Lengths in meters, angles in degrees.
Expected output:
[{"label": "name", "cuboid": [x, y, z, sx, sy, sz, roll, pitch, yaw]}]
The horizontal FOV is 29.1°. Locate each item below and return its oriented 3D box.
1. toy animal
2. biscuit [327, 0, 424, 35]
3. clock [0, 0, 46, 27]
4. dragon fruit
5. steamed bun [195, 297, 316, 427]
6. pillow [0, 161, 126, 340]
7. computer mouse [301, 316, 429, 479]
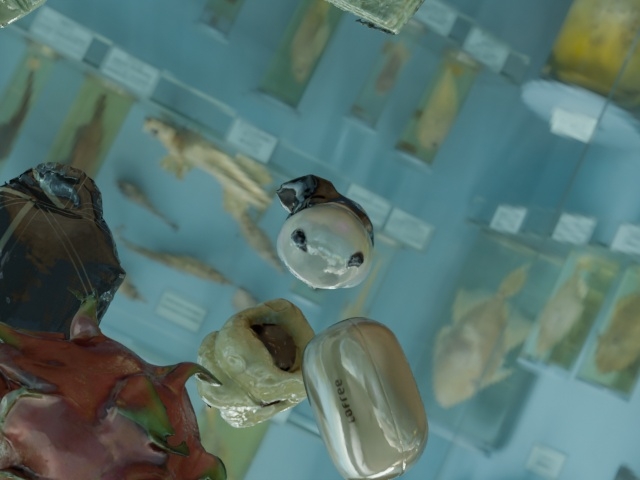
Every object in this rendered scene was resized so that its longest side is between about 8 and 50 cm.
[{"label": "toy animal", "cuboid": [0.000, 0.000, 1.830, 0.166, 0.138, 0.179, 16, -153, -3]}, {"label": "biscuit", "cuboid": [0.036, -0.345, 1.440, 0.252, 0.150, 0.052, 35, 175, 35]}, {"label": "clock", "cuboid": [-0.526, -0.447, 2.043, 0.265, 0.324, 0.108, 23, 152, 51]}, {"label": "dragon fruit", "cuboid": [-0.155, 0.101, 0.734, 0.236, 0.135, 0.137, 44, -157, -2]}, {"label": "steamed bun", "cuboid": [-0.095, 0.163, 1.587, 0.140, 0.172, 0.155, 59, -164, 10]}, {"label": "pillow", "cuboid": [-0.289, 0.079, 1.088, 0.162, 0.335, 0.092, 25, 158, 7]}, {"label": "computer mouse", "cuboid": [0.034, 0.146, 1.100, 0.236, 0.082, 0.145, 119, 131, -78]}]
